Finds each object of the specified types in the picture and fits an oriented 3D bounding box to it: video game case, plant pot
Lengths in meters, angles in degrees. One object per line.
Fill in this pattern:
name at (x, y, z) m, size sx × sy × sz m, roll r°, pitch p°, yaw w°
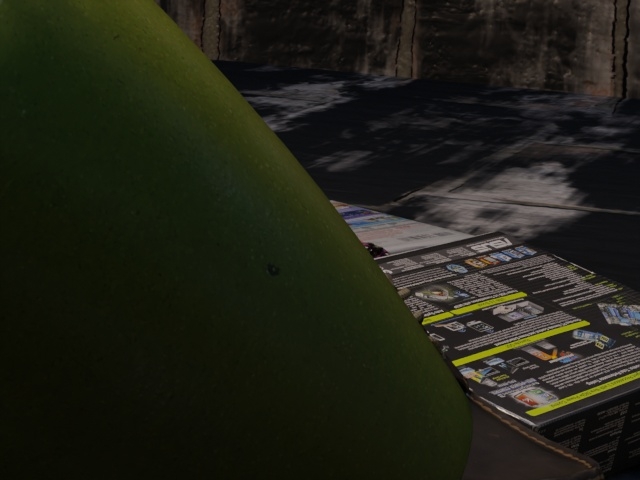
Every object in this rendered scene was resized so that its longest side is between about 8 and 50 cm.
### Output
video game case at (0.000, 0.000, 1.741) m, size 0.212 × 0.023 × 0.193 m, roll -9°, pitch 17°, yaw -42°
plant pot at (-0.085, 0.043, 0.870) m, size 0.293 × 0.275 × 0.275 m, roll 35°, pitch 3°, yaw -17°

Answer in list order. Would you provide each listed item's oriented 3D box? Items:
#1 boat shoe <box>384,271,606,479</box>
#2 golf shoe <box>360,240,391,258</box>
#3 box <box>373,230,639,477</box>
boat shoe at (-0.001, 0.085, 1.057) m, size 0.355 × 0.130 × 0.132 m, roll 13°, pitch 15°, yaw 40°
golf shoe at (-0.021, 0.032, 1.466) m, size 0.186 × 0.067 × 0.086 m, roll -9°, pitch 15°, yaw -44°
box at (0.116, 0.073, 1.228) m, size 0.216 × 0.060 × 0.270 m, roll 25°, pitch 23°, yaw 33°
